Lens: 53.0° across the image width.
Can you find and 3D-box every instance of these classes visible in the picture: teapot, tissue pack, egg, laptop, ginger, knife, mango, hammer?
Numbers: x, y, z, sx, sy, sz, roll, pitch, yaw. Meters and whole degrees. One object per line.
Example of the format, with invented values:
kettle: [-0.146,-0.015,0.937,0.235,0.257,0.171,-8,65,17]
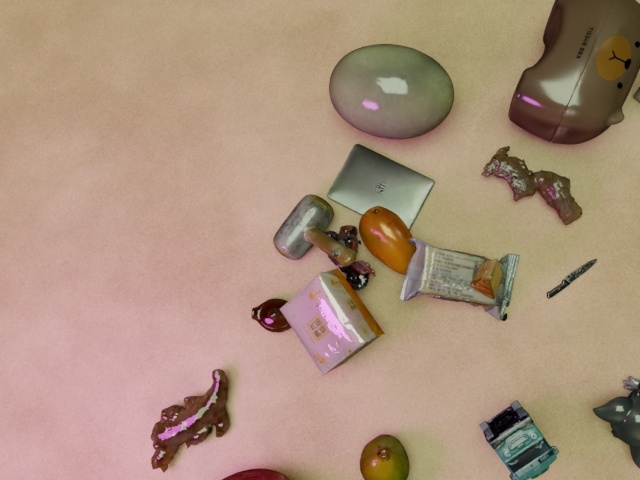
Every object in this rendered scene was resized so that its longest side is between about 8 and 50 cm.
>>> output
teapot: [-0.135,0.215,1.852,0.129,0.078,0.098,6,82,13]
tissue pack: [0.690,-0.451,1.691,0.277,0.267,0.387,25,86,12]
egg: [0.196,-0.415,1.794,0.352,0.258,0.258,19,86,11]
laptop: [0.175,-0.151,1.879,0.269,0.015,0.188,28,87,14]
ginger: [0.589,-0.149,1.759,0.290,0.084,0.122,34,83,14]
knife: [0.682,0.101,1.740,0.170,0.010,0.023,-37,82,2]
tissue pack: [0.030,0.221,1.767,0.185,0.124,0.225,-43,74,32]
mango: [0.197,0.004,1.794,0.112,0.145,0.219,-40,92,-32]
hammer: [0.000,0.000,1.783,0.202,0.113,0.305,-55,40,2]
ginger: [-0.372,0.528,1.856,0.333,0.080,0.166,-38,91,-3]

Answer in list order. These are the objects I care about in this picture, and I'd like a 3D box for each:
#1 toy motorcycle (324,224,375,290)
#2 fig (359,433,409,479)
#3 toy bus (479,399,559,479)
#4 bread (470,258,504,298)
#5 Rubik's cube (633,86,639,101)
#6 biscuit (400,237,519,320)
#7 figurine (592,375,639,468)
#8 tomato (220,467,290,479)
toy motorcycle: [0.085,0.038,1.827,0.118,0.084,0.212,-39,61,7]
fig: [0.171,0.592,1.714,0.136,0.121,0.153,7,106,21]
toy bus: [0.490,0.497,1.591,0.128,0.256,0.147,-36,79,4]
bread: [0.451,0.095,1.655,0.080,0.109,0.084,27,75,-4]
Rubik's cube: [0.983,-0.416,1.659,0.207,0.205,0.205,43,91,13]
biscuit: [0.378,0.104,1.732,0.309,0.079,0.186,10,87,-11]
figurine: [0.847,0.433,1.591,0.265,0.140,0.193,-28,95,29]
tomato: [-0.181,0.717,1.741,0.309,0.170,0.309,-4,109,-12]
